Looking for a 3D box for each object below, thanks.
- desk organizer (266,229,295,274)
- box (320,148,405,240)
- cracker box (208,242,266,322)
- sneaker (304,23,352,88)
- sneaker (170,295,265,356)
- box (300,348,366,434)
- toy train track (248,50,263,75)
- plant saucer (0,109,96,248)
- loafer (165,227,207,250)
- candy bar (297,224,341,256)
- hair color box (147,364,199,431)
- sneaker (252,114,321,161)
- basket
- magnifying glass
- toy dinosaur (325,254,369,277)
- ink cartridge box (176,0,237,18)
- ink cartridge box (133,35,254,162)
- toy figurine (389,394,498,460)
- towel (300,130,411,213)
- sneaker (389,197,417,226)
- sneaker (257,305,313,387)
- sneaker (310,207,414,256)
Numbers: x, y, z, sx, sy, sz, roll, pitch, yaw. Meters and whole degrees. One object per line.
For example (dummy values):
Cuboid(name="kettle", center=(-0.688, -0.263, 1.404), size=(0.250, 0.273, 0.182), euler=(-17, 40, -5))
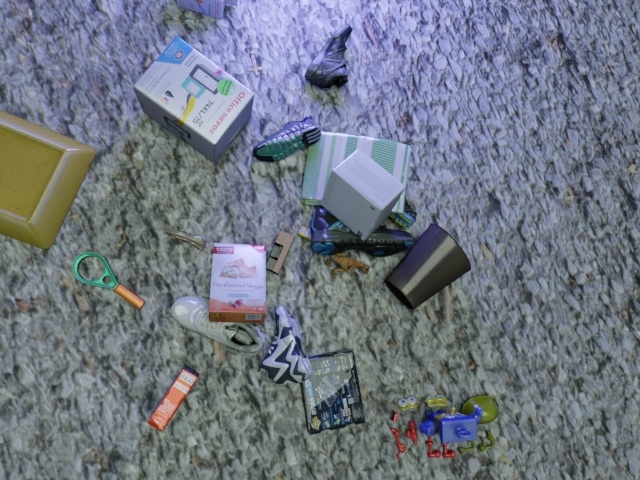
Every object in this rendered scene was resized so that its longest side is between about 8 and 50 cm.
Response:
Cuboid(name="desk organizer", center=(-0.126, 0.036, 1.546), size=(0.050, 0.047, 0.130), euler=(24, 79, -5))
Cuboid(name="box", center=(0.117, -0.129, 1.451), size=(0.182, 0.181, 0.119), euler=(41, 61, 11))
Cuboid(name="cracker box", center=(-0.236, 0.119, 1.453), size=(0.156, 0.067, 0.232), euler=(3, 53, -11))
Cuboid(name="sneaker", center=(0.059, -0.589, 1.646), size=(0.130, 0.087, 0.227), euler=(34, 81, -7))
Cuboid(name="sneaker", center=(-0.291, 0.243, 1.451), size=(0.292, 0.118, 0.110), euler=(25, 80, -6))
Cuboid(name="box", center=(0.031, 0.453, 1.519), size=(0.175, 0.051, 0.220), euler=(-9, 84, -12))
Cuboid(name="toy train track", center=(-0.212, -0.571, 1.625), size=(0.048, 0.014, 0.083), euler=(-12, 85, -13))
Cuboid(name="plant saucer", center=(-0.862, -0.185, 1.414), size=(0.333, 0.081, 0.332), euler=(22, 79, -8))
Cuboid(name="loafer", center=(-0.402, -0.004, 1.499), size=(0.125, 0.045, 0.039), euler=(16, 86, -11))
Cuboid(name="candy bar", center=(0.000, 0.000, 1.589), size=(0.162, 0.018, 0.040), euler=(26, 75, -6))
Cuboid(name="hair color box", center=(-0.410, 0.438, 1.413), size=(0.053, 0.093, 0.167), euler=(33, 78, -6))
Cuboid(name="sneaker", center=(-0.113, -0.323, 1.596), size=(0.224, 0.083, 0.098), euler=(-20, 52, -5))
Cuboid(name="basket", center=(0.326, 0.096, 1.576), size=(0.227, 0.154, 0.204), euler=(-42, 113, -8))
Cuboid(name="magnifying glass", center=(-0.606, 0.119, 1.452), size=(0.231, 0.026, 0.092), euler=(38, 77, -5))
Cuboid(name="toy dinosaur", center=(0.063, 0.064, 1.541), size=(0.212, 0.112, 0.064), euler=(16, 56, -44))
Cuboid(name="ink cartridge box", center=(-0.353, -0.760, 1.575), size=(0.181, 0.104, 0.061), euler=(12, 81, -9))
Cuboid(name="ink cartridge box", center=(-0.360, -0.402, 1.479), size=(0.270, 0.197, 0.198), euler=(35, 78, -5))
Cuboid(name="toy figurine", center=(0.410, 0.571, 1.493), size=(0.363, 0.217, 0.191), euler=(1, 83, -10))
Cuboid(name="towel", center=(0.113, -0.213, 1.593), size=(0.325, 0.038, 0.247), euler=(8, 80, 7))
Cuboid(name="sneaker", center=(0.234, -0.121, 1.635), size=(0.188, 0.067, 0.078), euler=(41, 45, 5))
Cuboid(name="sneaker", center=(-0.130, 0.320, 1.482), size=(0.153, 0.094, 0.234), euler=(-27, 68, 9))
Cuboid(name="sneaker", center=(0.134, -0.032, 1.567), size=(0.341, 0.125, 0.139), euler=(4, 62, -19))
